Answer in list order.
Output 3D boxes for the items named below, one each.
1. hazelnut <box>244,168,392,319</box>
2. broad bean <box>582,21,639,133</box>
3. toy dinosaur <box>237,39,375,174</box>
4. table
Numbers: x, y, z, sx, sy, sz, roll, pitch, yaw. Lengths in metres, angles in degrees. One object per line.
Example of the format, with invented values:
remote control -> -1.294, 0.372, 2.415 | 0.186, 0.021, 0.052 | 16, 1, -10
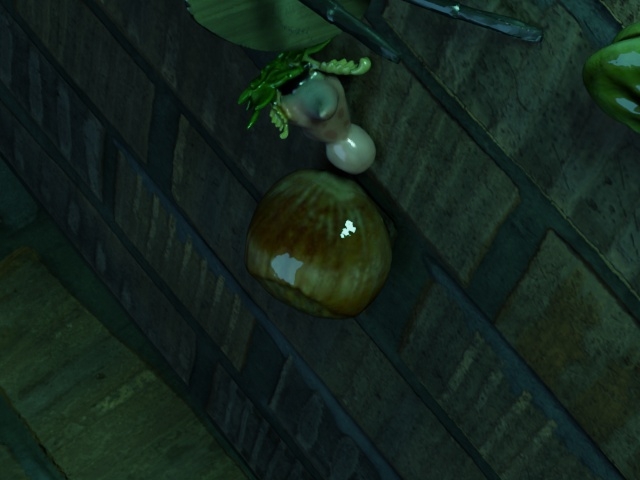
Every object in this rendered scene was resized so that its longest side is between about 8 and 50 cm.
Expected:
hazelnut -> 0.000, 0.000, 2.376 | 0.214, 0.176, 0.214 | 9, 113, 21
broad bean -> 0.343, -0.120, 1.632 | 0.207, 0.072, 0.153 | 44, 155, 11
toy dinosaur -> -0.008, -0.154, 2.214 | 0.177, 0.152, 0.194 | 45, 164, 5
table -> 0.070, -0.310, 1.748 | 0.249, 0.317, 0.317 | 22, 142, 33
